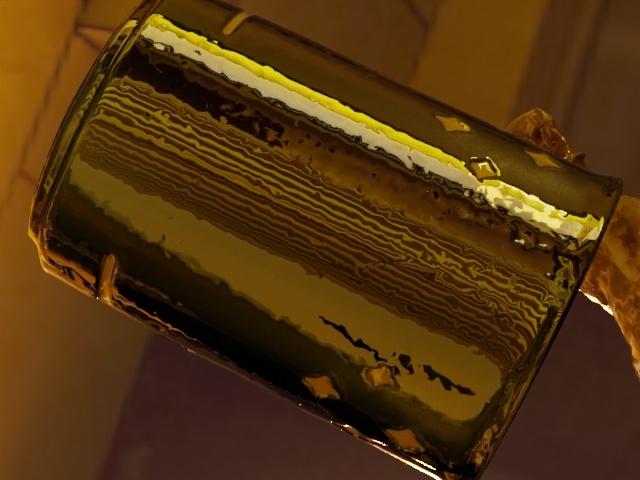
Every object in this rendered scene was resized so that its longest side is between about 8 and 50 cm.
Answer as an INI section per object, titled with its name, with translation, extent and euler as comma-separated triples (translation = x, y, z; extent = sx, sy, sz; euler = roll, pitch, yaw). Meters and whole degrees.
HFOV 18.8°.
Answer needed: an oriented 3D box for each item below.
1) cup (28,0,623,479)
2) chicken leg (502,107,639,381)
[cup]
translation = -0.008, 0.014, 1.010
extent = 0.178, 0.256, 0.255
euler = -61, 174, -31
[chicken leg]
translation = 0.307, 0.031, 1.476
extent = 0.295, 0.409, 0.182
euler = -49, -176, -16
